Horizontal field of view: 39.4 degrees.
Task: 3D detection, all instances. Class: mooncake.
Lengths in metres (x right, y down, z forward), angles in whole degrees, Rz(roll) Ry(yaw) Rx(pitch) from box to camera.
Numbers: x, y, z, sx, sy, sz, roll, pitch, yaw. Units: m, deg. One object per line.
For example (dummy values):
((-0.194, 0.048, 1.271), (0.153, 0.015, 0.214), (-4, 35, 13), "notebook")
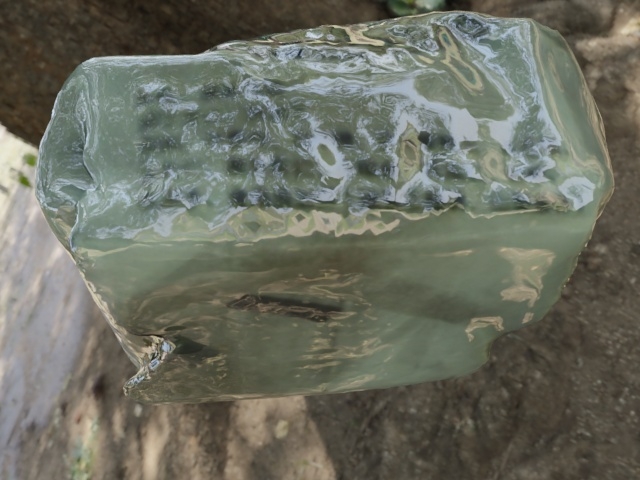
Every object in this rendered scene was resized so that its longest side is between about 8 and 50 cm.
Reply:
((0.001, -0.005, 0.467), (0.250, 0.254, 0.136), (98, 168, -66), "mooncake")
